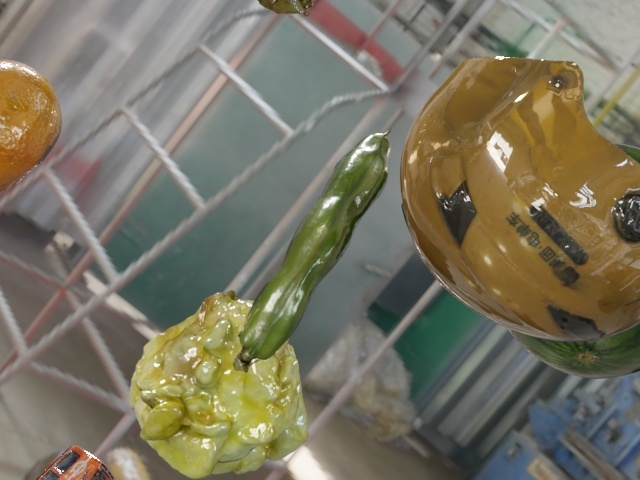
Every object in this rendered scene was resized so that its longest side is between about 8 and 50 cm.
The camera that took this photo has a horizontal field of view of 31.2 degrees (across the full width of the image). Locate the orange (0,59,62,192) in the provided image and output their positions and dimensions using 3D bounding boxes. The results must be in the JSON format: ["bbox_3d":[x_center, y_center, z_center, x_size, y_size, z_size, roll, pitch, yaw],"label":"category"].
[{"bbox_3d":[-0.504,-0.170,1.780,0.170,0.224,0.224,41,7,-15],"label":"orange"}]

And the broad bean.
[{"bbox_3d":[0.001,-0.001,0.958,0.046,0.254,0.065,32,-23,-1],"label":"broad bean"}]

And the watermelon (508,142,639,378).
[{"bbox_3d":[0.288,0.019,1.186,0.242,0.242,0.242,38,8,-6],"label":"watermelon"}]

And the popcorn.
[{"bbox_3d":[-0.105,0.152,1.159,0.167,0.185,0.187,60,-18,18],"label":"popcorn"}]

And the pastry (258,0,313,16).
[{"bbox_3d":[-0.087,-0.443,1.504,0.240,0.235,0.132,18,-11,-8],"label":"pastry"}]

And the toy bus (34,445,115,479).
[{"bbox_3d":[-0.365,0.369,1.463,0.096,0.235,0.073,24,-34,40],"label":"toy bus"}]

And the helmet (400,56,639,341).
[{"bbox_3d":[0.134,-0.013,0.783,0.224,0.130,0.198,59,-9,-10],"label":"helmet"}]
